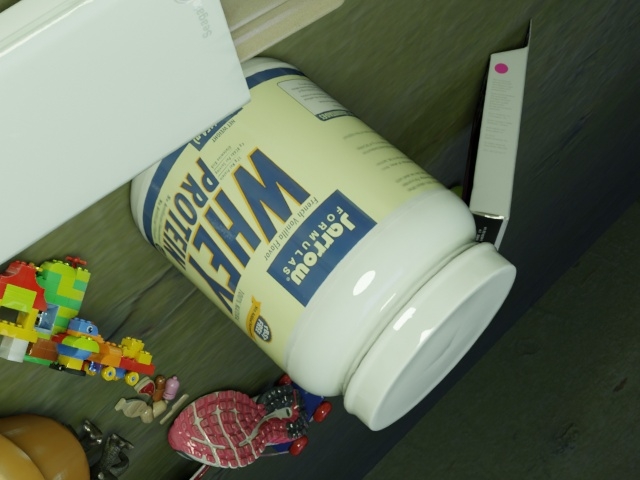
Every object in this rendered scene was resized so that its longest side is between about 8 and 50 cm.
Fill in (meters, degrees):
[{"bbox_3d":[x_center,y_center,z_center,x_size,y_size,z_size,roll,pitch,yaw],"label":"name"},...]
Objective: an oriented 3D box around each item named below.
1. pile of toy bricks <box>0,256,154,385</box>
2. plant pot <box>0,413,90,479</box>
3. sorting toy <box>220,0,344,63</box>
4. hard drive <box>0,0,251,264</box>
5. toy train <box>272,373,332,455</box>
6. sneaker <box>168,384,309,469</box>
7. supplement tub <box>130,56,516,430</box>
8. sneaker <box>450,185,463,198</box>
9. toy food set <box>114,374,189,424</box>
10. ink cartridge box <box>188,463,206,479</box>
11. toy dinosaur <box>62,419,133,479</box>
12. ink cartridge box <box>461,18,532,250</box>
[{"bbox_3d":[-0.248,0.063,0.850,0.212,0.118,0.105,28,75,-53],"label":"pile of toy bricks"},{"bbox_3d":[-0.329,0.262,0.902,0.205,0.205,0.188,-54,175,13],"label":"plant pot"},{"bbox_3d":[-0.061,-0.237,0.729,0.348,0.047,0.196,-34,152,-17],"label":"sorting toy"},{"bbox_3d":[-0.203,-0.083,0.664,0.307,0.040,0.203,-34,157,-9],"label":"hard drive"},{"bbox_3d":[-0.008,0.266,1.671,0.248,0.105,0.143,-58,168,22],"label":"toy train"},{"bbox_3d":[-0.137,0.309,1.464,0.112,0.121,0.299,-24,163,28],"label":"sneaker"},{"bbox_3d":[0.000,0.000,0.882,0.235,0.325,0.235,-41,158,-21],"label":"supplement tub"},{"bbox_3d":[0.202,-0.009,1.607,0.240,0.091,0.126,-26,150,-48],"label":"sneaker"},{"bbox_3d":[-0.228,0.211,1.237,0.078,0.019,0.122,-47,152,-6],"label":"toy food set"},{"bbox_3d":[-0.243,0.471,1.498,0.261,0.066,0.296,-45,174,-6],"label":"ink cartridge box"},{"bbox_3d":[-0.319,0.306,1.117,0.160,0.121,0.313,-44,-171,3],"label":"toy dinosaur"},{"bbox_3d":[0.261,-0.144,1.375,0.176,0.069,0.371,91,13,-60],"label":"ink cartridge box"}]
